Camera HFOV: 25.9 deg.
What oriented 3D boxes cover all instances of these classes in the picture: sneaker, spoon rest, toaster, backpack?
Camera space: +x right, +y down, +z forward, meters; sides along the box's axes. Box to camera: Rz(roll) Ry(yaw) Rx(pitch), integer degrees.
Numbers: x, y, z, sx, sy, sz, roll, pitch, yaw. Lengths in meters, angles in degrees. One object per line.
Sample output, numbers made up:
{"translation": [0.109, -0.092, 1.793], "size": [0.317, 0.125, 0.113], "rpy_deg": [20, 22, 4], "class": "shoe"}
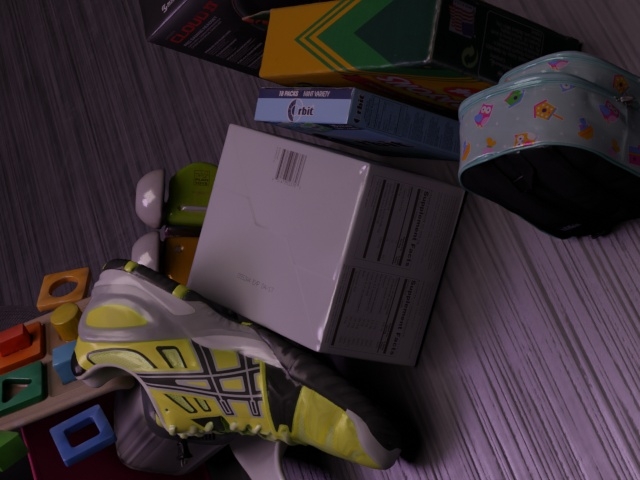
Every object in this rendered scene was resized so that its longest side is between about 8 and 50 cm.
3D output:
{"translation": [-0.092, 0.163, 1.505], "size": [0.384, 0.145, 0.147], "rpy_deg": [26, 81, 16], "class": "sneaker"}
{"translation": [-0.046, 0.232, 1.579], "size": [0.137, 0.084, 0.276], "rpy_deg": [-57, 44, 25], "class": "spoon rest"}
{"translation": [-0.171, 0.183, 1.647], "size": [0.146, 0.129, 0.227], "rpy_deg": [131, 142, -50], "class": "toaster"}
{"translation": [0.219, -0.090, 1.271], "size": [0.166, 0.188, 0.144], "rpy_deg": [-15, 68, 48], "class": "backpack"}

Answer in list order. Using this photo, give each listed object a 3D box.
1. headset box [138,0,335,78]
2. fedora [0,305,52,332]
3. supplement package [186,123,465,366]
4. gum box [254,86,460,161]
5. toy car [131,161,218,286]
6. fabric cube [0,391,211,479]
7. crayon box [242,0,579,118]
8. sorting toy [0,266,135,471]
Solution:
{"translation": [-0.051, -0.293, 1.567], "size": [0.218, 0.293, 0.110], "rpy_deg": [-36, 54, 38], "class": "headset box"}
{"translation": [-0.437, 0.242, 1.974], "size": [0.124, 0.243, 0.275], "rpy_deg": [114, 148, -62], "class": "fedora"}
{"translation": [0.000, 0.000, 1.540], "size": [0.262, 0.145, 0.204], "rpy_deg": [21, 96, 50], "class": "supplement package"}
{"translation": [0.050, -0.124, 1.485], "size": [0.157, 0.184, 0.041], "rpy_deg": [9, 86, 50], "class": "gum box"}
{"translation": [-0.154, -0.004, 1.749], "size": [0.136, 0.159, 0.182], "rpy_deg": [110, 162, -76], "class": "toy car"}
{"translation": [-0.308, 0.347, 1.723], "size": [0.259, 0.258, 0.254], "rpy_deg": [-50, 47, 28], "class": "fabric cube"}
{"translation": [0.082, -0.187, 1.454], "size": [0.318, 0.202, 0.081], "rpy_deg": [4, 83, 51], "class": "crayon box"}
{"translation": [-0.322, 0.133, 1.623], "size": [0.196, 0.047, 0.348], "rpy_deg": [-18, 36, 0], "class": "sorting toy"}
